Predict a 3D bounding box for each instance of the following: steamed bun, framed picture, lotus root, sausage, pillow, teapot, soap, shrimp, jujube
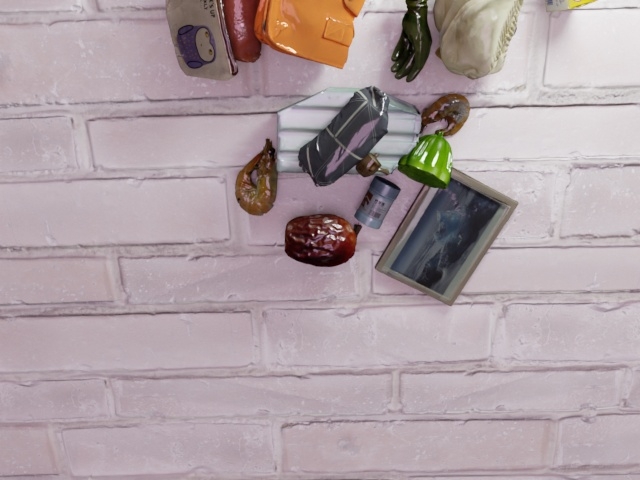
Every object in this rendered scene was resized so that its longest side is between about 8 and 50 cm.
[{"bbox_3d":[0.442,-0.649,1.699,0.237,0.394,0.347,21,151,18],"label":"steamed bun"},{"bbox_3d":[0.436,-0.016,2.049,0.326,0.028,0.446,26,108,-9],"label":"framed picture"},{"bbox_3d":[0.355,-0.276,1.885,0.186,0.186,0.186,0,110,0],"label":"lotus root"},{"bbox_3d":[-0.243,-0.664,1.759,0.148,0.148,0.255,3,112,-1],"label":"sausage"},{"bbox_3d":[0.076,-0.307,1.740,0.335,0.092,0.161,-44,82,15],"label":"pillow"},{"bbox_3d":[0.165,-0.219,1.792,0.110,0.085,0.080,33,111,-33],"label":"teapot"},{"bbox_3d":[0.085,-0.348,1.863,0.445,0.156,0.262,1,110,0],"label":"soap"},{"bbox_3d":[0.400,-0.393,1.900,0.187,0.052,0.132,-27,107,7],"label":"shrimp"},{"bbox_3d":[0.000,0.000,1.980,0.243,0.183,0.184,5,110,-2],"label":"jujube"},{"bbox_3d":[-0.206,-0.214,1.967,0.145,0.061,0.267,17,111,4],"label":"shrimp"}]

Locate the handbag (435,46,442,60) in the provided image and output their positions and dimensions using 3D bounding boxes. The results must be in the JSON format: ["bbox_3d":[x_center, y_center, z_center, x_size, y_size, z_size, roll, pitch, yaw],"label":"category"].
[{"bbox_3d":[0.408,-0.586,1.844,0.083,0.027,0.061,36,107,-11],"label":"handbag"}]

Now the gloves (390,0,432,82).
[{"bbox_3d":[0.285,-0.617,1.788,0.107,0.135,0.268,-7,124,-24],"label":"gloves"}]

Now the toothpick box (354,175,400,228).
[{"bbox_3d":[0.190,-0.127,1.971,0.101,0.101,0.153,25,108,-8],"label":"toothpick box"}]

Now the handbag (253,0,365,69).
[{"bbox_3d":[-0.009,-0.733,1.693,0.303,0.116,0.410,9,107,-24],"label":"handbag"}]

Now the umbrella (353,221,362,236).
[{"bbox_3d":[0.125,-0.027,2.052,0.031,0.020,0.083,-6,116,-40],"label":"umbrella"}]

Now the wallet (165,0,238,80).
[{"bbox_3d":[-0.359,-0.637,1.739,0.274,0.068,0.336,7,115,43],"label":"wallet"}]

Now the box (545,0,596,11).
[{"bbox_3d":[0.708,-0.806,1.693,0.097,0.168,0.265,-17,107,3],"label":"box"}]
